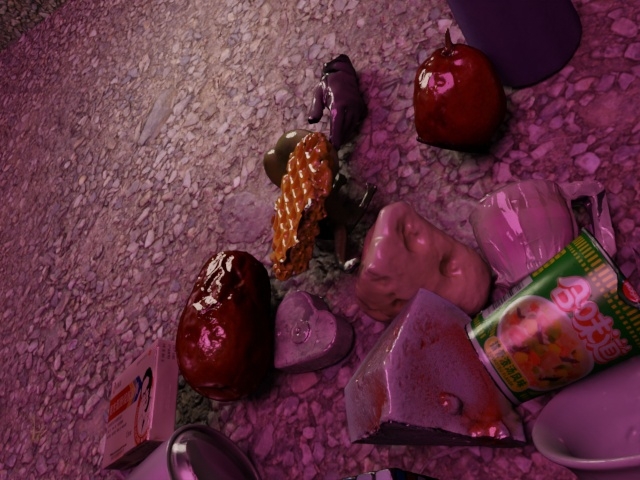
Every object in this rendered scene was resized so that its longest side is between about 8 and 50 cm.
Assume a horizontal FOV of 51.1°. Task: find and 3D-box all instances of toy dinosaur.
[{"bbox_3d":[0.000,0.000,1.379,0.447,0.087,0.301,-27,32,53],"label":"toy dinosaur"}]

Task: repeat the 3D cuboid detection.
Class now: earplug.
[{"bbox_3d":[0.313,-0.493,1.219,0.215,0.456,0.215,-16,58,28],"label":"earplug"}]

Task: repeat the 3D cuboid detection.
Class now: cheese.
[{"bbox_3d":[0.168,0.068,1.245,0.248,0.251,0.174,-41,29,64],"label":"cheese"}]

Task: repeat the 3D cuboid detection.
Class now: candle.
[{"bbox_3d":[-0.030,0.202,1.394,0.192,0.068,0.169,34,91,47],"label":"candle"}]

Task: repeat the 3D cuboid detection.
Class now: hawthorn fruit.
[{"bbox_3d":[0.260,-0.289,1.308,0.189,0.251,0.189,-17,23,8],"label":"hawthorn fruit"}]

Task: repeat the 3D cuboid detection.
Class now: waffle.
[{"bbox_3d":[-0.043,-0.068,1.355,0.307,0.060,0.312,-159,79,-74],"label":"waffle"}]

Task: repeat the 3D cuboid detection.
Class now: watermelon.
[{"bbox_3d":[0.171,0.226,1.087,0.319,0.213,0.290,6,96,29],"label":"watermelon"}]

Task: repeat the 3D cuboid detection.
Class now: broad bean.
[{"bbox_3d":[-0.044,-0.171,1.546,0.100,0.169,0.228,-31,3,-30],"label":"broad bean"}]

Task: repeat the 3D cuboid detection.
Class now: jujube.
[{"bbox_3d":[-0.196,0.179,1.434,0.223,0.223,0.318,-18,51,31],"label":"jujube"}]

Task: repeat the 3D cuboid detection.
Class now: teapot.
[{"bbox_3d":[0.379,0.001,1.146,0.163,0.221,0.178,122,139,-58],"label":"teapot"}]

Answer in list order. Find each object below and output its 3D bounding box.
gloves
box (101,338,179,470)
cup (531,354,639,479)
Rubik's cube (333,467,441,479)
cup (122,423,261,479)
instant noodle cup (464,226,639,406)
[{"bbox_3d":[0.034,-0.324,1.577,0.119,0.142,0.286,-37,44,55],"label":"gloves"},{"bbox_3d":[-0.407,0.379,1.510,0.353,0.069,0.214,-38,45,48],"label":"box"},{"bbox_3d":[0.463,0.252,0.839,0.347,0.347,0.163,-28,88,24],"label":"cup"},{"bbox_3d":[0.094,0.479,1.072,0.182,0.187,0.184,-21,58,28],"label":"Rubik's cube"},{"bbox_3d":[-0.301,0.555,1.306,0.371,0.253,0.253,-42,48,17],"label":"cup"},{"bbox_3d":[0.348,0.125,0.992,0.232,0.207,0.207,-34,51,15],"label":"instant noodle cup"}]
